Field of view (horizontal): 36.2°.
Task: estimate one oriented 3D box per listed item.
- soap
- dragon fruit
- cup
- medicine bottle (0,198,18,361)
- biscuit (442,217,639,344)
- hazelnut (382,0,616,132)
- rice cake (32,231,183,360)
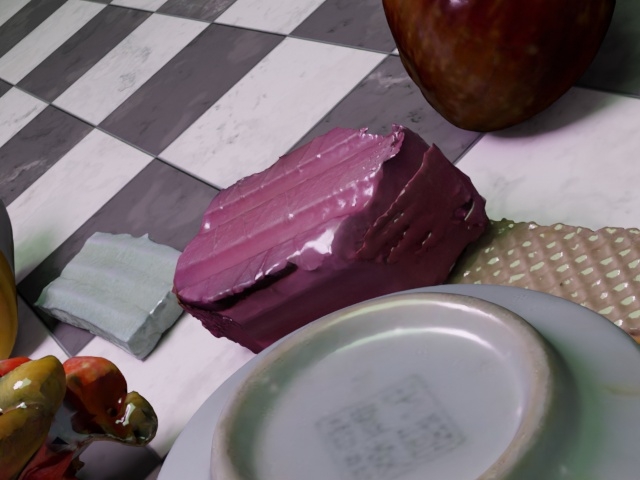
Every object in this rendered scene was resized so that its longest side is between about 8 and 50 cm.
[{"bbox_3d":[0.000,0.000,0.792,0.289,0.112,0.182,-28,34,41],"label":"soap"},{"bbox_3d":[-0.301,0.200,0.774,0.243,0.227,0.307,6,49,42],"label":"dragon fruit"},{"bbox_3d":[0.051,0.138,0.497,0.347,0.163,0.347,-16,29,9],"label":"cup"},{"bbox_3d":[-0.472,0.045,1.126,0.238,0.238,0.232,-36,30,2],"label":"medicine bottle"},{"bbox_3d":[0.232,0.044,0.613,0.378,0.054,0.094,7,53,48],"label":"biscuit"},{"bbox_3d":[0.146,-0.216,0.893,0.218,0.218,0.234,-22,35,22],"label":"hazelnut"},{"bbox_3d":[-0.219,0.049,1.056,0.237,0.043,0.127,10,53,49],"label":"rice cake"}]
